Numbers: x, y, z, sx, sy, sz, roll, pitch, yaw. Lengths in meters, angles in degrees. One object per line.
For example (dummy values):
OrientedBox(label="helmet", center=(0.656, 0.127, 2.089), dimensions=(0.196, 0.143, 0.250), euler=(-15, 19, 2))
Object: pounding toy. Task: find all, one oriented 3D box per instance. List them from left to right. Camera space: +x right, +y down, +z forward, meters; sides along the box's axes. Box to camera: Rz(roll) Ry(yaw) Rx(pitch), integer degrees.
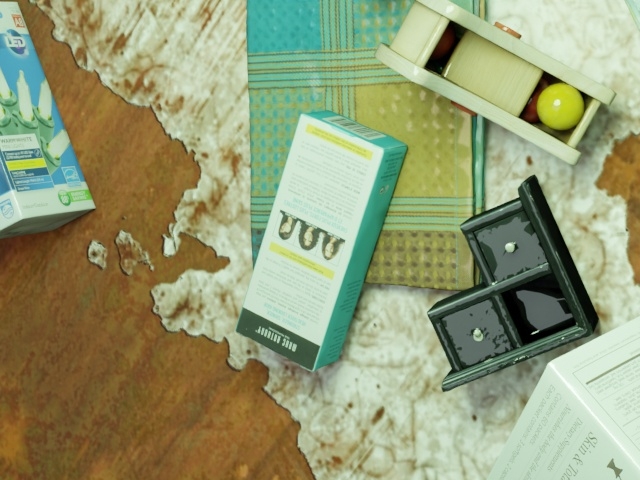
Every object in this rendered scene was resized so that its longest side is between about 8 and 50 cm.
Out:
OrientedBox(label="pounding toy", center=(0.150, -0.197, 1.431), dimensions=(0.269, 0.154, 0.155), euler=(29, 99, -2))

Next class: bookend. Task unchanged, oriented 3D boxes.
OrientedBox(label="bookend", center=(0.163, 0.040, 1.505), dimensions=(0.156, 0.072, 0.157), euler=(-23, 92, 17))

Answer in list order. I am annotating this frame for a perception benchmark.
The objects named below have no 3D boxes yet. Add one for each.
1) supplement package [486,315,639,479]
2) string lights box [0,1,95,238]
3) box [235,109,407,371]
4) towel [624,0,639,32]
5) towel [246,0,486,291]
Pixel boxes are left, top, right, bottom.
OrientedBox(label="supplement package", center=(0.281, 0.199, 1.098), dimensions=(0.263, 0.198, 0.199), euler=(51, 147, 26))
OrientedBox(label="string lights box", center=(-0.363, -0.136, 1.761), dimensions=(0.077, 0.133, 0.260), euler=(-24, 85, 29))
OrientedBox(label="box", center=(0.000, 0.000, 1.585), dimensions=(0.100, 0.060, 0.244), euler=(26, 109, 23))
OrientedBox(label="towel", center=(0.468, -0.170, 1.336), dimensions=(0.374, 0.090, 0.320), euler=(-21, 88, 29))
OrientedBox(label="towel", center=(0.044, -0.139, 1.597), dimensions=(0.271, 0.040, 0.370), euler=(4, 100, 29))
